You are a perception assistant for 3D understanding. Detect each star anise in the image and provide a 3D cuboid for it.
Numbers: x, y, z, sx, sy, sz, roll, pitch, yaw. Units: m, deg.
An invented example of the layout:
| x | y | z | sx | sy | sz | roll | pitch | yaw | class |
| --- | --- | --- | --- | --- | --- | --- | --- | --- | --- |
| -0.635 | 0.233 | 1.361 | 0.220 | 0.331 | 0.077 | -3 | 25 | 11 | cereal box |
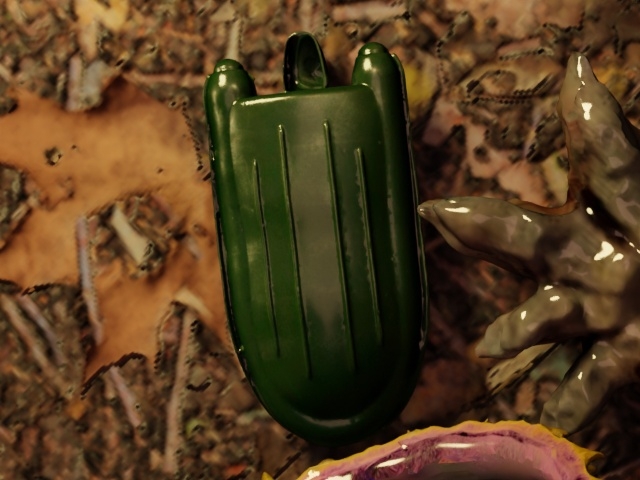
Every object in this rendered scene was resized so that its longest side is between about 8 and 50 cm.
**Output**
| x | y | z | sx | sy | sz | roll | pitch | yaw | class |
| --- | --- | --- | --- | --- | --- | --- | --- | --- | --- |
| 0.167 | 0.023 | 0.854 | 0.229 | 0.093 | 0.236 | -7 | 89 | 5 | star anise |

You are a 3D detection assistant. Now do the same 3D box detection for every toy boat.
| x | y | z | sx | sy | sz | roll | pitch | yaw | class |
| --- | --- | --- | --- | --- | --- | --- | --- | --- | --- |
| 0.000 | 0.000 | 0.889 | 0.104 | 0.052 | 0.210 | -7 | 92 | 2 | toy boat |

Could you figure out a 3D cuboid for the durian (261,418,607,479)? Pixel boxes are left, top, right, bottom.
| x | y | z | sx | sy | sz | roll | pitch | yaw | class |
| --- | --- | --- | --- | --- | --- | --- | --- | --- | --- |
| 0.027 | 0.190 | 0.848 | 0.261 | 0.154 | 0.186 | -2 | 108 | 18 | durian |
